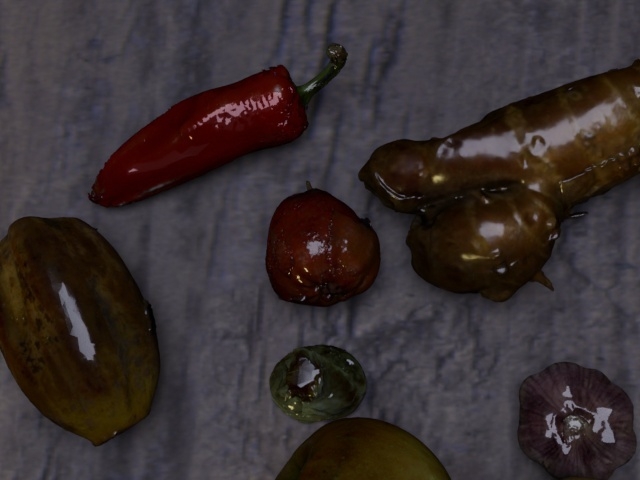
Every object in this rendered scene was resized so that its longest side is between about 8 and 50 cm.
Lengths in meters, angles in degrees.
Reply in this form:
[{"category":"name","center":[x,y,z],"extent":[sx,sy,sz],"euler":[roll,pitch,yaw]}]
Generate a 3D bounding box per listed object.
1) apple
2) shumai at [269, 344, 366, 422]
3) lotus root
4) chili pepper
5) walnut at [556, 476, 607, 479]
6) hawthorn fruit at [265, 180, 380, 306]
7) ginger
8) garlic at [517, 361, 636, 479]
[{"category":"apple","center":[0.049,0.330,1.640],"extent":[0.207,0.237,0.237],"euler":[37,81,-9]},{"category":"shumai","center":[-0.004,0.174,1.743],"extent":[0.124,0.087,0.098],"euler":[-9,76,-1]},{"category":"lotus root","center":[-0.301,0.113,1.737],"extent":[0.193,0.193,0.291],"euler":[-27,75,-3]},{"category":"chili pepper","center":[-0.133,-0.145,1.815],"extent":[0.388,0.110,0.110],"euler":[-23,77,3]},{"category":"walnut","center":[0.286,0.382,1.615],"extent":[0.261,0.225,0.224],"euler":[-5,77,3]},{"category":"hawthorn fruit","center":[0.000,0.000,1.760],"extent":[0.148,0.148,0.172],"euler":[-10,58,0]},{"category":"ginger","center":[0.280,-0.070,1.743],"extent":[0.418,0.176,0.254],"euler":[-23,85,0]},{"category":"garlic","center":[0.316,0.227,1.708],"extent":[0.147,0.102,0.159],"euler":[-25,78,-4]}]
